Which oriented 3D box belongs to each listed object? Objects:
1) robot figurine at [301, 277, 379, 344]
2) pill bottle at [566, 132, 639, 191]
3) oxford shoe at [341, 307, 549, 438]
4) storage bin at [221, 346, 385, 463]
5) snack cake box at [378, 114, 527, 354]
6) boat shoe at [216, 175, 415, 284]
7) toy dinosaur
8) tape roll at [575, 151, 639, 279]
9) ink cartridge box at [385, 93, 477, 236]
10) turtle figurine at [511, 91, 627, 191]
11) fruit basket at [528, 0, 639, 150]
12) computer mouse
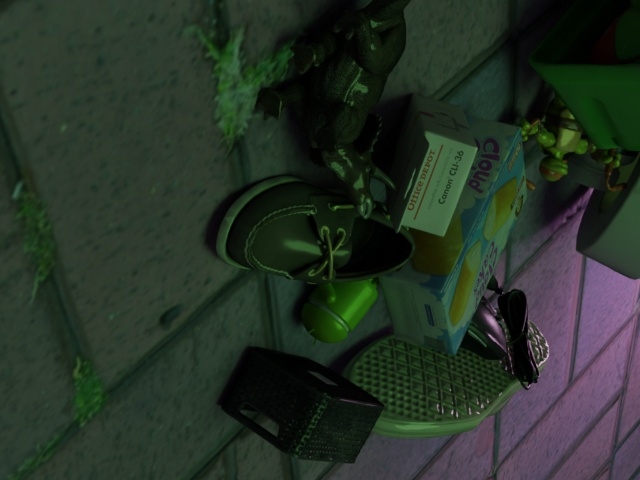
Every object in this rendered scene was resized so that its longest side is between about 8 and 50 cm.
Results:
[{"bbox_3d":[0.023,0.074,1.683,0.115,0.067,0.101,-52,155,-14],"label":"robot figurine"},{"bbox_3d":[0.429,-0.170,2.069,0.108,0.108,0.180,-10,124,-55],"label":"pill bottle"},{"bbox_3d":[0.169,0.203,1.962,0.449,0.169,0.130,-13,152,-53],"label":"oxford shoe"},{"bbox_3d":[-0.018,0.198,1.673,0.084,0.122,0.180,-62,152,4],"label":"storage bin"},{"bbox_3d":[0.172,-0.009,1.766,0.264,0.089,0.152,-62,154,-27],"label":"snack cake box"},{"bbox_3d":[0.002,-0.004,1.551,0.305,0.091,0.109,-2,117,-58],"label":"boat shoe"},{"bbox_3d":[0.030,-0.177,1.449,0.160,0.121,0.313,-28,135,-63],"label":"toy dinosaur"},{"bbox_3d":[0.502,-0.083,2.145,0.286,0.100,0.286,-63,-178,4],"label":"tape roll"},{"bbox_3d":[0.124,-0.082,1.595,0.198,0.067,0.115,-90,-162,-68],"label":"ink cartridge box"},{"bbox_3d":[0.353,-0.171,1.956,0.269,0.087,0.217,10,100,-37],"label":"turtle figurine"},{"bbox_3d":[0.451,-0.337,1.769,0.392,0.283,0.392,-10,103,-48],"label":"fruit basket"},{"bbox_3d":[0.220,0.082,1.946,0.262,0.184,0.060,30,128,-32],"label":"computer mouse"}]
